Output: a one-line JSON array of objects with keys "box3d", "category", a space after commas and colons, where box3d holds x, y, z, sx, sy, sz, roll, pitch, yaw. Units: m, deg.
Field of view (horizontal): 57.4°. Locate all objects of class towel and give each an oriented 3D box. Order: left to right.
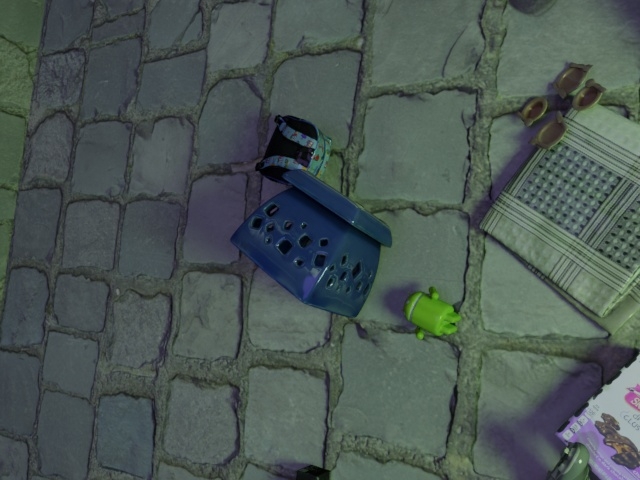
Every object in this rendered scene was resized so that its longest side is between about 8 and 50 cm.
[{"box3d": [0.482, -0.051, 1.013, 0.324, 0.056, 0.312, 44, 105, 28], "category": "towel"}]

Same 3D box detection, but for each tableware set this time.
[{"box3d": [0.434, -0.246, 1.059, 0.169, 0.020, 0.141, -46, 32, 23], "category": "tableware set"}]

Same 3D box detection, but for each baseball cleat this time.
[{"box3d": [0.415, 0.388, 0.927, 0.109, 0.206, 0.072, 29, 61, 24], "category": "baseball cleat"}]

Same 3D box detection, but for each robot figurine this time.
[{"box3d": [0.213, 0.142, 1.141, 0.115, 0.067, 0.101, 26, 108, 32], "category": "robot figurine"}]

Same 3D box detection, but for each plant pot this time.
[{"box3d": [0.000, 0.000, 1.205, 0.236, 0.236, 0.212, 35, 94, 31], "category": "plant pot"}]

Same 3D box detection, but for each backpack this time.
[{"box3d": [-0.042, -0.188, 1.294, 0.173, 0.117, 0.158, 26, 94, 50], "category": "backpack"}]

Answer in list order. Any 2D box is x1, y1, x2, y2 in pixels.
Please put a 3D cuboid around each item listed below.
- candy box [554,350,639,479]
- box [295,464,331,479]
[{"box3d": [0.510, 0.301, 0.931, 0.165, 0.070, 0.196, 46, 107, 29], "category": "candy box"}, {"box3d": [-0.019, 0.525, 1.227, 0.052, 0.062, 0.083, 4, 85, 31], "category": "box"}]
